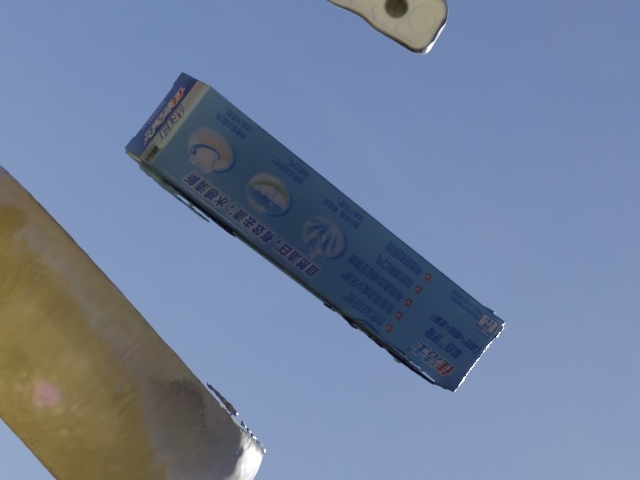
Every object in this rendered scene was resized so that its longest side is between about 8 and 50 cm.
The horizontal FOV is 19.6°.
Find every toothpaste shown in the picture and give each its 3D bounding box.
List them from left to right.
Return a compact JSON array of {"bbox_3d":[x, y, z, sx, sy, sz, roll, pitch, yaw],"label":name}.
[{"bbox_3d":[0.000,0.000,1.173,0.272,0.066,0.053,38,-4,-27],"label":"toothpaste"}]

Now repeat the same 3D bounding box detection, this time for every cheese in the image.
[{"bbox_3d":[-0.017,-0.203,1.252,0.235,0.127,0.050,30,14,4],"label":"cheese"}]

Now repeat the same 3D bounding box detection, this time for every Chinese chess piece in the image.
[{"bbox_3d":[-0.143,0.070,1.063,0.251,0.097,0.251,46,-8,9],"label":"Chinese chess piece"}]
